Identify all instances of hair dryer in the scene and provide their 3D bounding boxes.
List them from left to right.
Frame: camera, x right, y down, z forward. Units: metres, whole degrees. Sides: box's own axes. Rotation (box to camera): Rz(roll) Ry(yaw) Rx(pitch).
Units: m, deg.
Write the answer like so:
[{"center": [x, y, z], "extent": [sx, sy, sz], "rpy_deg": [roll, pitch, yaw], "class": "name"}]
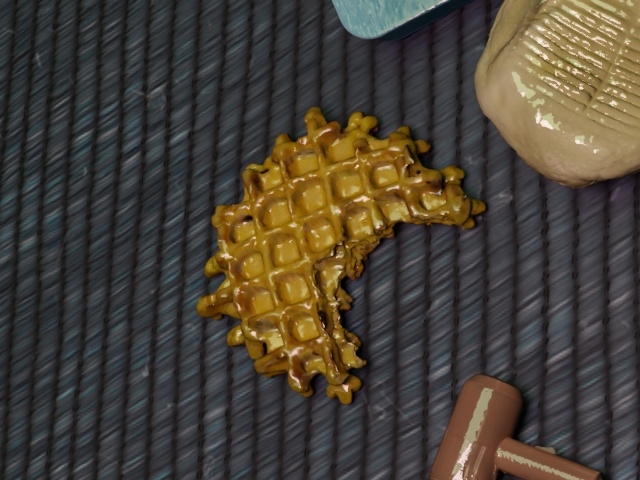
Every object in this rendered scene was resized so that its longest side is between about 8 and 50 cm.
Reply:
[{"center": [0.200, 0.205, 1.860], "extent": [0.182, 0.064, 0.117], "rpy_deg": [19, 82, 23], "class": "hair dryer"}]

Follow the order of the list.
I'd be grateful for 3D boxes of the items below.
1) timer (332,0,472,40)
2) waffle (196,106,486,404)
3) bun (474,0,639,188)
[{"center": [0.089, -0.351, 2.024], "extent": [0.232, 0.091, 0.250], "rpy_deg": [-28, 85, 18], "class": "timer"}, {"center": [0.000, 0.000, 2.020], "extent": [0.260, 0.069, 0.293], "rpy_deg": [33, 89, 30], "class": "waffle"}, {"center": [0.254, -0.157, 1.902], "extent": [0.229, 0.145, 0.229], "rpy_deg": [2, 72, -5], "class": "bun"}]
